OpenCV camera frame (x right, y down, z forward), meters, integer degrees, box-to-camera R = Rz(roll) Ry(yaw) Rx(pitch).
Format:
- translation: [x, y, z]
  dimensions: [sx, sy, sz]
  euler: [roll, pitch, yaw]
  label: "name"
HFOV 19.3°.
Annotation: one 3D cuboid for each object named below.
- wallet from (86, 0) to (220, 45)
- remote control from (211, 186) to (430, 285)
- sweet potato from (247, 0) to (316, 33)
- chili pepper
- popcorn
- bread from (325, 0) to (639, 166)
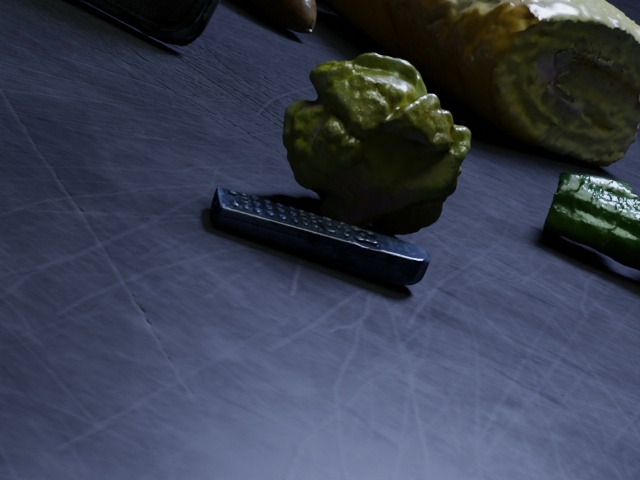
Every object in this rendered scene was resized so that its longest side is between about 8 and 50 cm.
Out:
- translation: [-0.107, -0.335, 1.639]
  dimensions: [0.172, 0.318, 0.045]
  euler: [27, -3, 13]
  label: "wallet"
- translation: [0.000, -0.001, 1.261]
  dimensions: [0.152, 0.027, 0.043]
  euler: [18, 24, -12]
  label: "remote control"
- translation: [-0.103, -0.317, 1.964]
  dimensions: [0.341, 0.092, 0.114]
  euler: [35, 59, 28]
  label: "sweet potato"
- translation: [0.303, 0.002, 1.569]
  dimensions: [0.253, 0.083, 0.099]
  euler: [16, 17, -11]
  label: "chili pepper"
- translation: [0.038, -0.068, 1.342]
  dimensions: [0.145, 0.125, 0.126]
  euler: [83, -19, -65]
  label: "popcorn"
- translation: [0.162, -0.234, 1.943]
  dimensions: [0.236, 0.165, 0.375]
  euler: [17, 17, -37]
  label: "bread"
